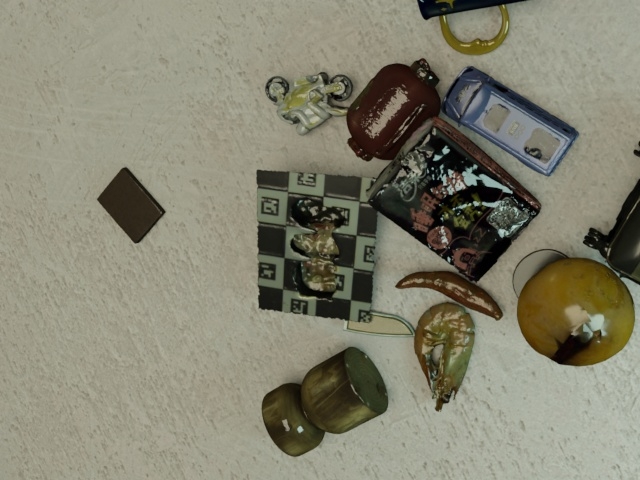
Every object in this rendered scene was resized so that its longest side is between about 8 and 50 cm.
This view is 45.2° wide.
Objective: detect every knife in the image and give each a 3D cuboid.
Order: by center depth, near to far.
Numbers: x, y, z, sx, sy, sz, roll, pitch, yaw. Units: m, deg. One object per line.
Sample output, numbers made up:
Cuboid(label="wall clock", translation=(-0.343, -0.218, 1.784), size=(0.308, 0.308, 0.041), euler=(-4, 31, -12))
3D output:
Cuboid(label="knife", translation=(0.073, 0.196, 1.911), size=(0.343, 0.027, 0.061), euler=(8, 91, 16))

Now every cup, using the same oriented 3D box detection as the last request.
Cuboid(label="cup", translation=(0.347, -0.550, 1.643), size=(0.256, 0.255, 0.178), euler=(-3, 60, 19))

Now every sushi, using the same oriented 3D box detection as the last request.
Cuboid(label="sushi", translation=(0.000, 0.000, 1.881), size=(0.296, 0.100, 0.373), euler=(6, 112, 12))

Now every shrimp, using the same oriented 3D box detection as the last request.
Cuboid(label="shrimp", translation=(0.288, 0.279, 1.827), size=(0.145, 0.061, 0.267), euler=(7, 101, 21))

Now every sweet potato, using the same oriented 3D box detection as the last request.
Cuboid(label="sweet potato", translation=(0.306, 0.115, 1.791), size=(0.255, 0.058, 0.078), euler=(19, 79, 11))

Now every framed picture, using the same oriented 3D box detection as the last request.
Cuboid(label="framed picture", translation=(-0.515, -0.095, 2.088), size=(0.168, 0.023, 0.128), euler=(48, 110, 8))

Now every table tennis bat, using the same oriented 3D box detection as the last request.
Cuboid(label="table tennis bat", translation=(0.552, 0.141, 1.729), size=(0.154, 0.021, 0.274), euler=(-44, 80, 21))

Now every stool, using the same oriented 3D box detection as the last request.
Cuboid(label="stool", translation=(0.012, 0.396, 1.888), size=(0.264, 0.179, 0.179), euler=(-32, 87, 22))

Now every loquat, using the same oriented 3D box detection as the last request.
Cuboid(label="loquat", translation=(0.532, 0.147, 1.605), size=(0.235, 0.235, 0.235), euler=(3, 100, 20))

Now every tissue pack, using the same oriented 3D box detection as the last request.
Cuboid(label="tissue pack", translation=(0.292, -0.092, 1.692), size=(0.332, 0.123, 0.245), euler=(36, 108, -14))

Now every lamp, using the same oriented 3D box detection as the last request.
Cuboid(label="lamp", translation=(0.166, -0.286, 1.716), size=(0.180, 0.180, 0.258), euler=(45, 113, 8))

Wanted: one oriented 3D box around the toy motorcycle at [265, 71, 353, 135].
Cuboid(label="toy motorcycle", translation=(-0.026, -0.326, 1.840), size=(0.229, 0.074, 0.151), euler=(3, 102, 19))

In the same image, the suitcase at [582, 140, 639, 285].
Cuboid(label="suitcase", translation=(0.782, 0.001, 1.527), size=(0.434, 0.194, 0.283), euler=(29, 108, 12))

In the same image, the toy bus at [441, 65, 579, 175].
Cuboid(label="toy bus", translation=(0.398, -0.258, 1.658), size=(0.292, 0.133, 0.125), euler=(35, 110, 12))
